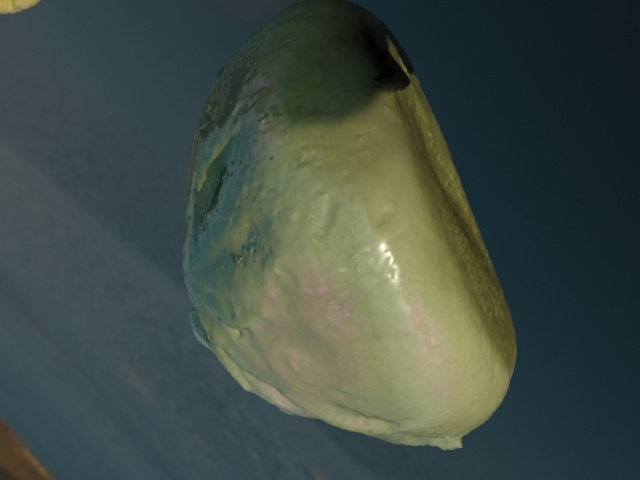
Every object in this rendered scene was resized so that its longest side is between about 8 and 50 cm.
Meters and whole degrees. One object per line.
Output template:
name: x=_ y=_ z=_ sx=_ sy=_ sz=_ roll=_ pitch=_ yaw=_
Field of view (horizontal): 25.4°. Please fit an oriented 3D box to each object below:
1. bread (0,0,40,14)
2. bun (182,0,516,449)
bread: x=-0.295 y=-0.244 z=1.013 sx=0.106 sy=0.236 sz=0.140 roll=-91 pitch=14 yaw=-46
bun: x=0.000 y=0.000 z=0.853 sx=0.283 sy=0.179 sz=0.283 roll=-20 pitch=-90 yaw=-79
